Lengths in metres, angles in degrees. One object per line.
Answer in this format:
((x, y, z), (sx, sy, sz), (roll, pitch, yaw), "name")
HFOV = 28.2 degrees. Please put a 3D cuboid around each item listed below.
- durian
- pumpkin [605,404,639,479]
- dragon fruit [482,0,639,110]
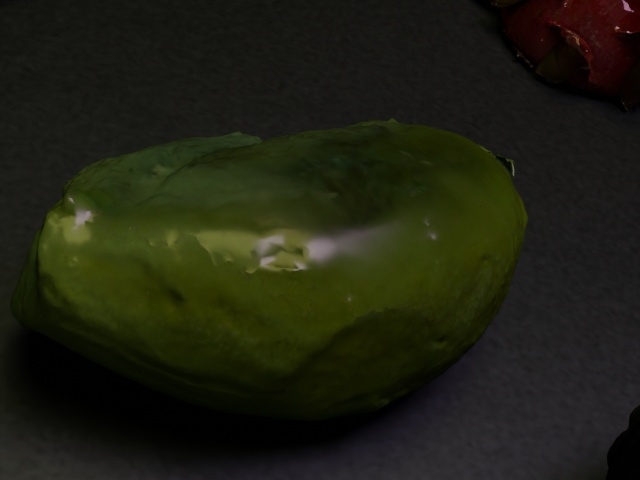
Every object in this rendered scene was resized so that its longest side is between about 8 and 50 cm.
((0.000, 0.000, 0.517), (0.250, 0.101, 0.139), (-11, 50, -30), "durian")
((0.204, 0.109, 0.444), (0.212, 0.152, 0.211), (12, 37, -9), "pumpkin")
((0.168, -0.138, 0.752), (0.112, 0.068, 0.126), (-12, 52, -31), "dragon fruit")
